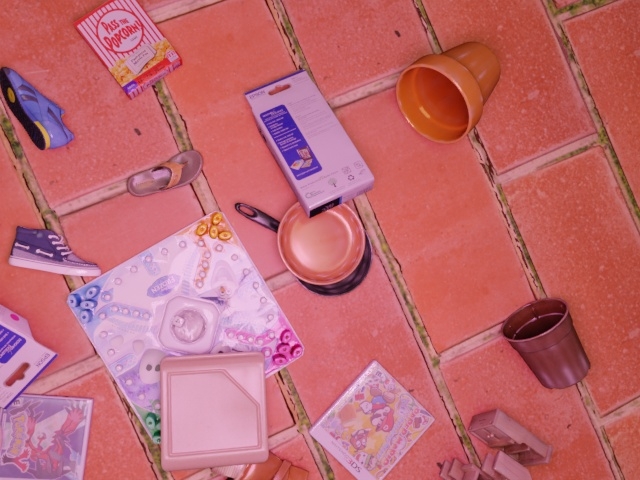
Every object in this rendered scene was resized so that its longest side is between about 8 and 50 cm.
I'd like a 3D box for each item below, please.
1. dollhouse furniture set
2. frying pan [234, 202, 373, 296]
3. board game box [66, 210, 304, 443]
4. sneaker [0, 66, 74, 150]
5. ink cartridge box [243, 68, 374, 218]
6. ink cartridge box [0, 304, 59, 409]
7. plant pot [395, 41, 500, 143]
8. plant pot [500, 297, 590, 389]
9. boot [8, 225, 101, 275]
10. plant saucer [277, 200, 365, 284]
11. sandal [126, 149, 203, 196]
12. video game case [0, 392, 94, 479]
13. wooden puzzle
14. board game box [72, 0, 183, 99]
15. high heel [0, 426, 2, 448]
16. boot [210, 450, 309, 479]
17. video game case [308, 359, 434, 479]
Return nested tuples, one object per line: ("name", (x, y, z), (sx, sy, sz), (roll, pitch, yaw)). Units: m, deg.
("dollhouse furniture set", (0.399, 0.535, 1.294), (0.161, 0.212, 0.242), (36, 55, -5))
("frying pan", (-0.041, 0.026, 1.321), (0.326, 0.053, 0.197), (5, 85, -7))
("board game box", (-0.291, 0.190, 1.272), (0.390, 0.050, 0.389), (-31, 92, -10))
("sneaker", (-0.613, -0.288, 1.242), (0.082, 0.069, 0.209), (-31, 83, -42))
("ink cartridge box", (-0.030, -0.224, 1.296), (0.165, 0.065, 0.332), (-25, 71, -10))
("ink cartridge box", (-0.725, 0.176, 1.127), (0.176, 0.069, 0.371), (-45, 116, 7))
("plant pot", (0.313, -0.362, 1.338), (0.188, 0.205, 0.205), (-43, 95, -24))
("plant pot", (0.542, 0.250, 1.360), (0.167, 0.167, 0.165), (-35, 100, -9))
("boot", (-0.560, 0.024, 1.224), (0.190, 0.069, 0.086), (10, 88, -7))
("plant saucer", (0.000, 0.000, 1.290), (0.200, 0.037, 0.199), (1, 84, -12))
("sandal", (-0.345, -0.147, 1.280), (0.180, 0.049, 0.072), (-23, 91, -10))
("video game case", (-0.591, 0.431, 1.223), (0.184, 0.023, 0.201), (7, 86, -9))
("wooden puzzle", (-0.225, 0.360, 1.224), (0.221, 0.044, 0.238), (-2, 85, -10))
("board game box", (-0.427, -0.437, 1.282), (0.147, 0.045, 0.193), (-39, 94, -9))
("high heel", (-0.727, 0.460, 1.175), (0.117, 0.082, 0.243), (3, 91, 20))
("boot", (-0.162, 0.597, 1.254), (0.220, 0.109, 0.283), (22, 74, -8))
("video game case", (0.121, 0.431, 1.342), (0.206, 0.026, 0.227), (45, 81, -5))
